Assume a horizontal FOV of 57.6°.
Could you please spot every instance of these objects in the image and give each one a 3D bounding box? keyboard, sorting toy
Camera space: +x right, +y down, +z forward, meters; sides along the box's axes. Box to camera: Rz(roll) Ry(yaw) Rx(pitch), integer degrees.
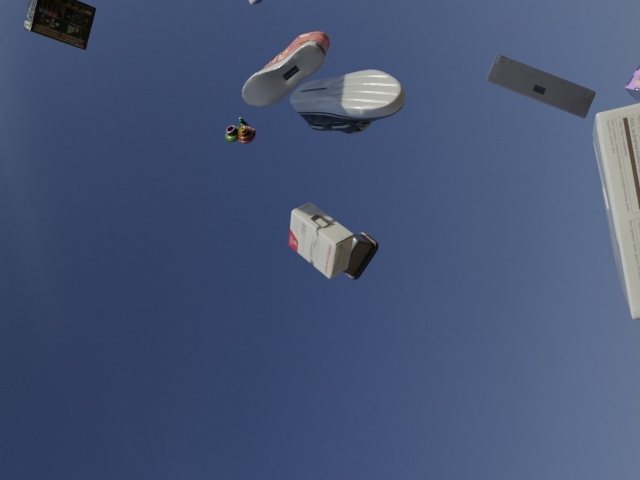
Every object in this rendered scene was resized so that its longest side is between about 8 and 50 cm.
[{"bbox_3d":[0.538,-0.377,1.420,0.014,0.256,0.072,-13,-54,-84],"label":"keyboard"},{"bbox_3d":[-0.209,-0.284,1.494,0.061,0.102,0.042,-60,-36,-21],"label":"sorting toy"}]

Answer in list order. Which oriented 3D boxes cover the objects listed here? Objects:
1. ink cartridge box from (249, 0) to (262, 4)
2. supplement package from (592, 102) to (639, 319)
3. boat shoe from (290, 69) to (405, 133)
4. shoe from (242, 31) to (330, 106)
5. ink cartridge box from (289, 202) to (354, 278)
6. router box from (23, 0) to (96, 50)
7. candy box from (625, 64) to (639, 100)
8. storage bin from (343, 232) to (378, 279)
[{"bbox_3d":[-0.176,-0.828,1.656,0.045,0.223,0.223,-34,-77,-37],"label":"ink cartridge box"},{"bbox_3d":[0.391,-0.045,0.632,0.262,0.145,0.203,-14,-87,-64],"label":"supplement package"},{"bbox_3d":[0.075,-0.310,1.343,0.121,0.335,0.119,-54,-50,-17],"label":"boat shoe"},{"bbox_3d":[-0.059,-0.304,1.036,0.063,0.178,0.081,50,-147,-23],"label":"shoe"},{"bbox_3d":[0.000,0.000,1.345,0.063,0.150,0.109,-28,-38,-35],"label":"ink cartridge box"},{"bbox_3d":[-0.535,-0.457,1.197,0.122,0.038,0.092,8,-76,-50],"label":"router box"},{"bbox_3d":[0.829,-0.400,1.317,0.070,0.165,0.196,22,-78,-40],"label":"candy box"},{"bbox_3d":[0.087,0.034,1.707,0.091,0.098,0.135,20,-73,-52],"label":"storage bin"}]
